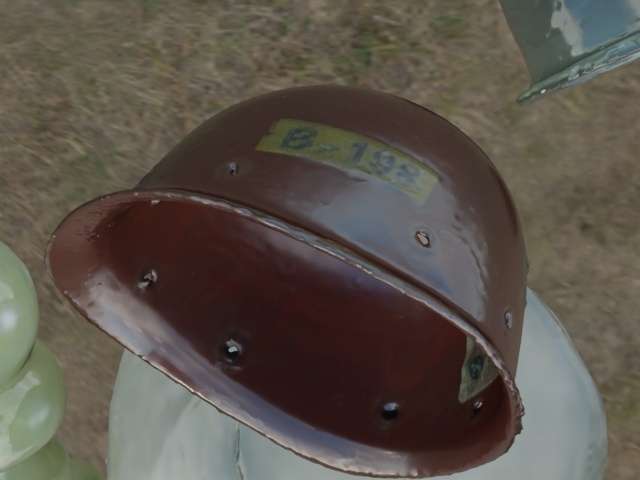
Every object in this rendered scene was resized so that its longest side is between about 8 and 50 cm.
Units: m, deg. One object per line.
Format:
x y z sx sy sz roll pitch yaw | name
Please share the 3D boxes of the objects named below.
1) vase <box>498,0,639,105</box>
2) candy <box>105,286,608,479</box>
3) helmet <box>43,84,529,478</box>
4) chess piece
0.256 -0.313 1.798 0.245 0.245 0.291 -25 91 -15 | vase
0.018 0.120 0.969 0.295 0.185 0.296 0 90 -17 | candy
0.000 0.000 0.623 0.175 0.155 0.106 12 57 15 | helmet
-0.200 0.108 0.993 0.144 0.144 0.251 -20 125 -16 | chess piece
